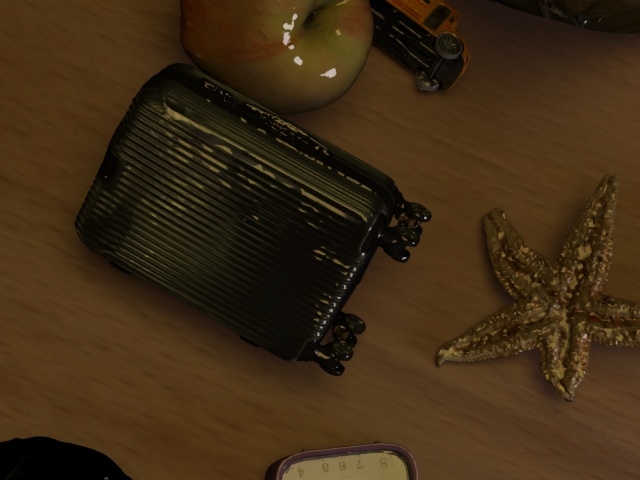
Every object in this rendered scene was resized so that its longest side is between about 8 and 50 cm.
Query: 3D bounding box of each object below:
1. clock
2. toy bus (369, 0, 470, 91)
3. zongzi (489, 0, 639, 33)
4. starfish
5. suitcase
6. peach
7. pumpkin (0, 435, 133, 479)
[{"bbox_3d":[0.025,0.257,1.844,0.152,0.050,0.110,-5,77,-10],"label":"clock"},{"bbox_3d":[0.090,-0.231,1.970,0.162,0.069,0.074,37,55,3],"label":"toy bus"},{"bbox_3d":[0.311,-0.277,1.840,0.418,0.447,0.181,17,99,-9],"label":"zongzi"},{"bbox_3d":[0.259,0.046,1.905,0.295,0.048,0.231,-5,76,12],"label":"starfish"},{"bbox_3d":[-0.070,-0.023,1.822,0.312,0.128,0.202,30,115,1],"label":"suitcase"},{"bbox_3d":[-0.059,-0.233,1.887,0.232,0.232,0.233,2,75,-8],"label":"peach"},{"bbox_3d":[-0.264,0.330,1.706,0.295,0.296,0.296,2,75,-8],"label":"pumpkin"}]
